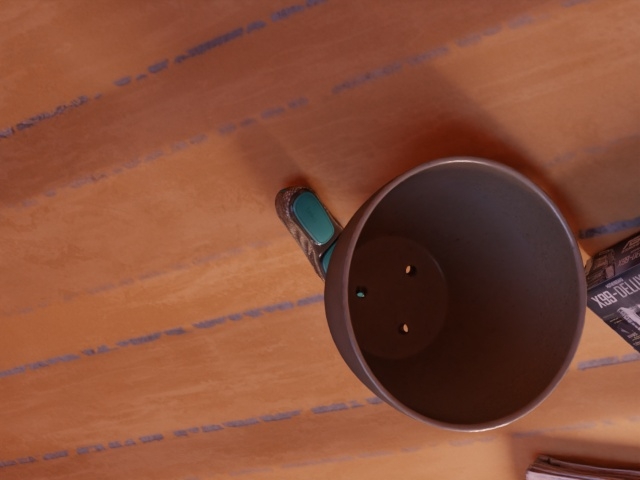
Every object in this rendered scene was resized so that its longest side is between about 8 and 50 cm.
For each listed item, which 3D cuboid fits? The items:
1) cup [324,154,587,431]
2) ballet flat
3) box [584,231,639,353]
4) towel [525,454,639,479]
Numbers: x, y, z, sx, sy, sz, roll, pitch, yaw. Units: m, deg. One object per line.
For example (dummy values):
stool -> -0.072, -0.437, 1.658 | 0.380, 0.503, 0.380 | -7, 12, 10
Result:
cup -> 0.135, 0.069, 1.716 | 0.331, 0.331, 0.237 | 41, 163, -15
ballet flat -> 0.000, 0.000, 1.883 | 0.067, 0.073, 0.206 | 21, 146, 53
box -> 0.508, 0.064, 1.648 | 0.242, 0.076, 0.307 | 40, 138, -14
towel -> 0.498, 0.467, 2.106 | 0.317, 0.053, 0.332 | 5, 135, 26
